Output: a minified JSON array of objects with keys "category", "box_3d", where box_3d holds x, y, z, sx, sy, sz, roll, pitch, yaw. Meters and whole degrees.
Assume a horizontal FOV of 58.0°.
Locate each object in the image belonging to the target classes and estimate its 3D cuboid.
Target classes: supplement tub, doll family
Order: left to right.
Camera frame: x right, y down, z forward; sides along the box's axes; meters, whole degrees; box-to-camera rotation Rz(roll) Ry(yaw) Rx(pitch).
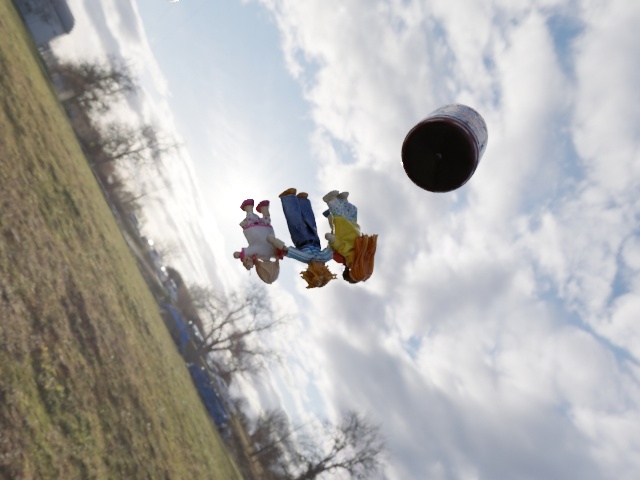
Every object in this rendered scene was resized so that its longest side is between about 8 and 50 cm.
[{"category":"doll family","box_3d":[0.000,0.000,0.903,0.118,0.263,0.163,-42,-124,45]},{"category":"supplement tub","box_3d":[0.186,-0.141,0.838,0.106,0.106,0.198,64,27,-10]}]
